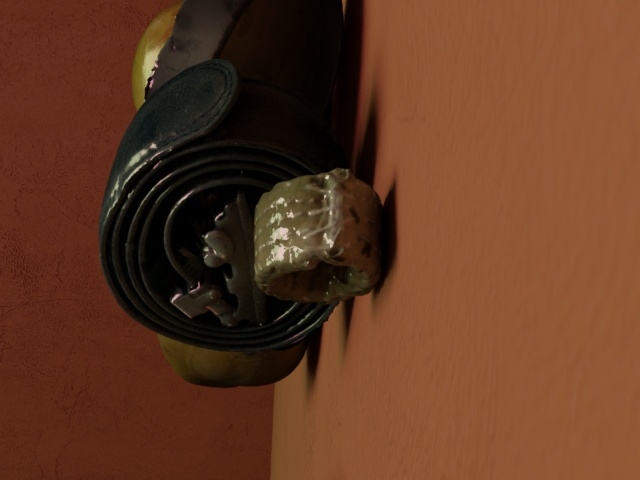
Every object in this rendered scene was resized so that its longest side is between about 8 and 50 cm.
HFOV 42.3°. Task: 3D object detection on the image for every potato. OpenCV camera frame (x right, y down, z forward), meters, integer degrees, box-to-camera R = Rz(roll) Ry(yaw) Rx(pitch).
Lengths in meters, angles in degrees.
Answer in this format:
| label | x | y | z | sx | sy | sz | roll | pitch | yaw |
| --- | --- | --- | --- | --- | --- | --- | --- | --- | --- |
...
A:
| label | x | y | z | sx | sy | sz | roll | pitch | yaw |
| --- | --- | --- | --- | --- | --- | --- | --- | --- | --- |
| potato | -0.108 | 0.092 | 1.106 | 0.351 | 0.202 | 0.218 | -26 | 89 | 62 |

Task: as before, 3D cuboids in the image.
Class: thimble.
| label | x | y | z | sx | sy | sz | roll | pitch | yaw |
| --- | --- | --- | --- | --- | --- | --- | --- | --- | --- |
| thimble | 0.000 | 0.000 | 0.538 | 0.110 | 0.084 | 0.062 | 134 | 138 | -64 |

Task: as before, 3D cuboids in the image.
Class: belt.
| label | x | y | z | sx | sy | sz | roll | pitch | yaw |
| --- | --- | --- | --- | --- | --- | --- | --- | --- | --- |
| belt | -0.071 | -0.024 | 0.674 | 0.116 | 0.206 | 0.268 | -92 | 9 | -46 |

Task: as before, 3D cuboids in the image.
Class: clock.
| label | x | y | z | sx | sy | sz | roll | pitch | yaw |
| --- | --- | --- | --- | --- | --- | --- | --- | --- | --- |
| clock | -0.065 | -0.144 | 0.805 | 0.281 | 0.055 | 0.281 | -52 | -23 | -33 |

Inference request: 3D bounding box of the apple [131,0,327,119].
| label | x | y | z | sx | sy | sz | roll | pitch | yaw |
| --- | --- | --- | --- | --- | --- | --- | --- | --- | --- |
| apple | -0.111 | -0.181 | 1.039 | 0.194 | 0.260 | 0.261 | -56 | 15 | 17 |
